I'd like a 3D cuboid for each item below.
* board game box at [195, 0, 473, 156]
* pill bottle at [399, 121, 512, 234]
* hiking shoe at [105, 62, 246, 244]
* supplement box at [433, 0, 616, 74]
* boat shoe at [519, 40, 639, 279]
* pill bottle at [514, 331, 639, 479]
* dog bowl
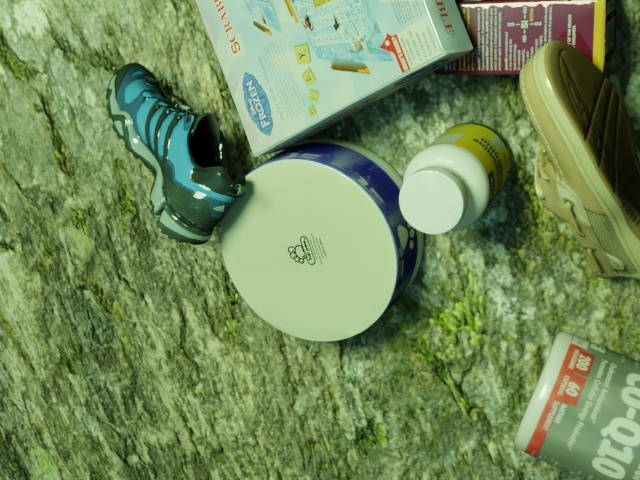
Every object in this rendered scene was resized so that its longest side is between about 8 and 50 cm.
[{"bbox_3d":[-0.015,-0.302,0.990,0.318,0.066,0.319,-21,90,43],"label":"board game box"},{"bbox_3d":[0.158,-0.072,0.996,0.103,0.184,0.103,10,114,22],"label":"pill bottle"},{"bbox_3d":[-0.189,-0.142,1.150,0.132,0.113,0.304,-41,64,24],"label":"hiking shoe"},{"bbox_3d":[0.228,-0.233,0.945,0.188,0.104,0.081,5,111,24],"label":"supplement box"},{"bbox_3d":[0.287,-0.065,0.919,0.110,0.122,0.341,-10,132,40],"label":"boat shoe"},{"bbox_3d":[0.395,0.236,1.018,0.283,0.161,0.161,22,118,17],"label":"pill bottle"},{"bbox_3d":[0.000,0.000,1.148,0.264,0.104,0.265,9,113,22],"label":"dog bowl"}]
